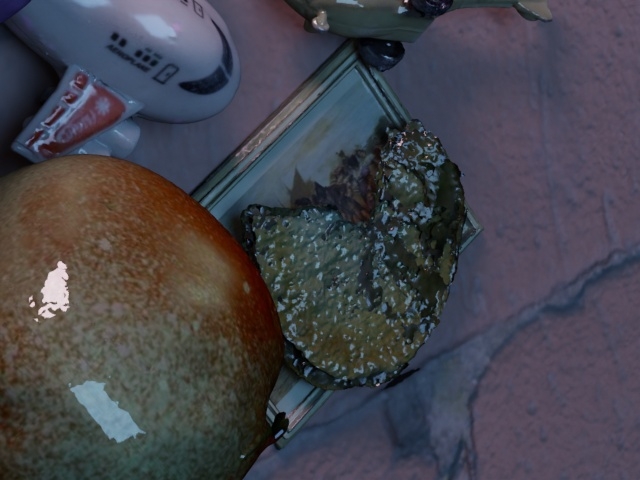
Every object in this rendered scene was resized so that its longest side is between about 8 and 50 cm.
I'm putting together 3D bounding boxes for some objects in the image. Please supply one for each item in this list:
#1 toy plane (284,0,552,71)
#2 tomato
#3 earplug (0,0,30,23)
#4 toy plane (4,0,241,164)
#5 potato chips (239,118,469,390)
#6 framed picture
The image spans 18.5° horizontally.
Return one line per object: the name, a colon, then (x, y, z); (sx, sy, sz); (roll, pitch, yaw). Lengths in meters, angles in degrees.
toy plane: (0.086, -0.201, 1.584); (0.286, 0.092, 0.108); (1, 58, -33)
tomato: (-0.178, 0.087, 1.300); (0.303, 0.303, 0.239); (-48, 115, -22)
earplug: (-0.319, -0.265, 1.100); (0.456, 0.215, 0.215); (26, 75, -69)
toy plane: (-0.157, -0.166, 1.404); (0.252, 0.118, 0.252); (-4, 97, -35)
potato chips: (0.035, 0.010, 1.574); (0.220, 0.029, 0.202); (-43, 114, -21)
framed picture: (0.000, 0.000, 1.573); (0.274, 0.017, 0.217); (-48, 115, -23)
